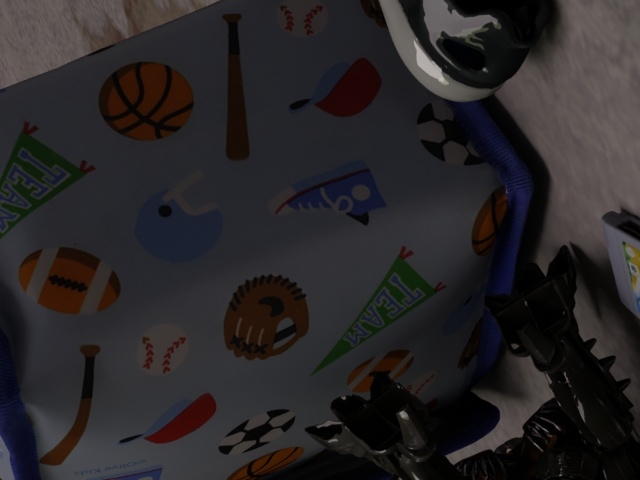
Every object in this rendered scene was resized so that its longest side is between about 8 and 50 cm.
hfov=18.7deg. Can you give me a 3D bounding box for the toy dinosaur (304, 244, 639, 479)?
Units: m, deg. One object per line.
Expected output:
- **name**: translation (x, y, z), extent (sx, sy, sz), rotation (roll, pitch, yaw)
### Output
- **toy dinosaur**: translation (0.134, 0.137, 1.033), extent (0.218, 0.164, 0.322), rotation (55, 159, -7)

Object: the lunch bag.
- **lunch bag**: translation (-0.063, 0.058, 1.190), extent (0.385, 0.327, 0.239), rotation (96, 150, -60)

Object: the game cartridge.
- **game cartridge**: translation (0.167, 0.022, 0.949), extent (0.083, 0.017, 0.056), rotation (37, 152, 60)

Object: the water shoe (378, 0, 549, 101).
- **water shoe**: translation (0.049, -0.170, 0.978), extent (0.203, 0.073, 0.080), rotation (58, 142, 9)
